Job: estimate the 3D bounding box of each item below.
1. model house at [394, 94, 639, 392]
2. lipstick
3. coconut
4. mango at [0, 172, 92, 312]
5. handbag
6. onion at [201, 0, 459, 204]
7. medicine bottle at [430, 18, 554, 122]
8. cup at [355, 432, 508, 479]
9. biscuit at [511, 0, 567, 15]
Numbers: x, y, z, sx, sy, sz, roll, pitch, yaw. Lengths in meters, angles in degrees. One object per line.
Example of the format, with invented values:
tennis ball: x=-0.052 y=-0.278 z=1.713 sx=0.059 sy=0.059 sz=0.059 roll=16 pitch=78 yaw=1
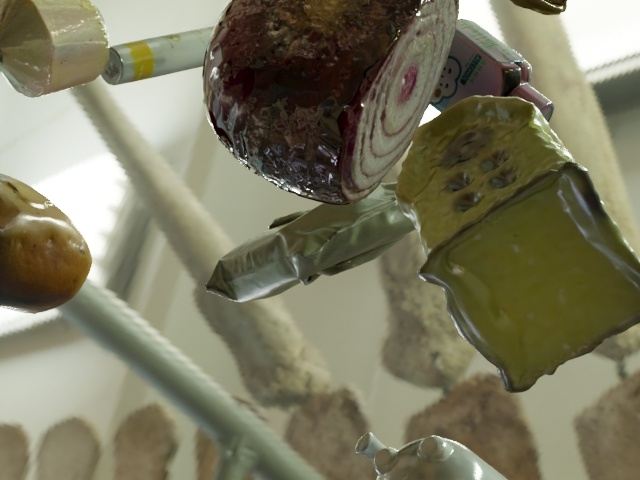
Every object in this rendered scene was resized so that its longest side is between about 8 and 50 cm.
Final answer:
model house: x=0.169 y=-0.012 z=1.350 sx=0.175 sy=0.193 sz=0.234 roll=-37 pitch=-149 yaw=6
lipstick: x=-0.208 y=-0.277 z=2.170 sx=0.059 sy=0.264 sz=0.059 roll=16 pitch=-65 yaw=40
coconut: x=-0.304 y=-0.214 z=1.598 sx=0.116 sy=0.122 sz=0.116 roll=16 pitch=-67 yaw=41
mango: x=-0.462 y=0.013 z=2.242 sx=0.153 sy=0.287 sz=0.201 roll=10 pitch=-101 yaw=31
handbag: x=0.002 y=0.000 z=2.089 sx=0.316 sy=0.253 sz=0.109 roll=-28 pitch=-96 yaw=61
onion: x=0.000 y=-0.218 z=1.793 sx=0.260 sy=0.282 sz=0.336 roll=24 pitch=-104 yaw=21
medicine bottle: x=0.227 y=-0.212 z=2.036 sx=0.188 sy=0.094 sz=0.119 roll=40 pitch=-62 yaw=21
cup: x=0.122 y=0.267 z=1.599 sx=0.134 sy=0.142 sz=0.173 roll=-31 pitch=-136 yaw=18
biscuit: x=0.181 y=-0.365 z=1.132 sx=0.335 sy=0.329 sz=0.078 roll=-40 pitch=-149 yaw=-11
